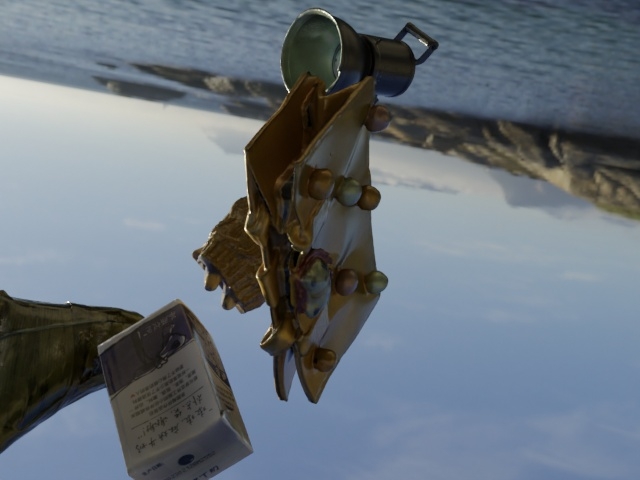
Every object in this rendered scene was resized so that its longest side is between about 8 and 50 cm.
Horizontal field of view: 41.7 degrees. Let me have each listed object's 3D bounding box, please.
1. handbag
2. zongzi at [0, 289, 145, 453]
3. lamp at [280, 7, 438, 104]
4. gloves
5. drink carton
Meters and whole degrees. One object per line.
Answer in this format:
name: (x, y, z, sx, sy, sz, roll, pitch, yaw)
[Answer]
handbag: (0.000, 0.000, 1.133, 0.133, 0.401, 0.283, 11, -143, 19)
zongzi: (-0.363, 0.213, 1.201, 0.251, 0.125, 0.274, 5, -131, -18)
lamp: (0.064, -0.282, 1.383, 0.227, 0.172, 0.147, -1, -144, -43)
gloves: (-0.109, -0.010, 1.609, 0.203, 0.155, 0.356, 19, -134, 26)
drink carton: (-0.189, 0.202, 1.077, 0.134, 0.102, 0.222, -30, -136, 0)
